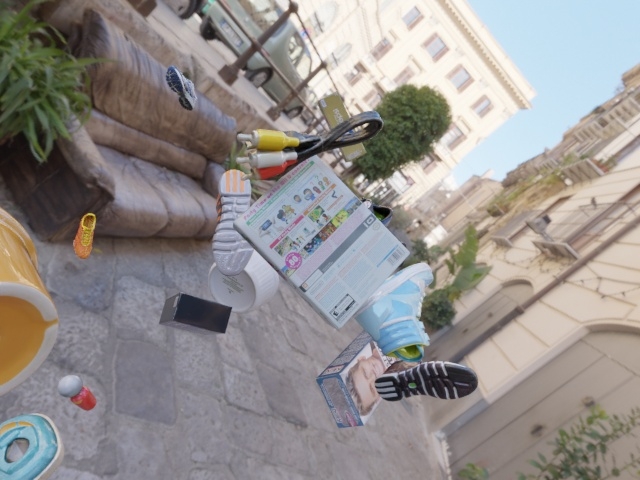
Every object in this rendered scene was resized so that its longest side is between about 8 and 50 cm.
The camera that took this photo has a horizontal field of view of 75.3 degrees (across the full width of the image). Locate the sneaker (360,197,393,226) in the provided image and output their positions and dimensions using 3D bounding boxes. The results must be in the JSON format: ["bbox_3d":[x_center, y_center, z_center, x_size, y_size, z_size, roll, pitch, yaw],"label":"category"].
[{"bbox_3d":[0.120,-0.104,1.522,0.330,0.147,0.130,2,59,-25],"label":"sneaker"}]

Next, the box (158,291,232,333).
[{"bbox_3d":[-0.447,0.266,1.468,0.184,0.103,0.261,19,-21,-25],"label":"box"}]

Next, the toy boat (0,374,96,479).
[{"bbox_3d":[-0.830,0.554,1.226,0.267,0.318,0.148,16,-42,32],"label":"toy boat"}]

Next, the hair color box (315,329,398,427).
[{"bbox_3d":[0.144,0.429,1.355,0.347,0.105,0.174,-27,92,-54],"label":"hair color box"}]

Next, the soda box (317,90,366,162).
[{"bbox_3d":[0.057,-0.304,1.122,0.181,0.058,0.061,64,1,-10],"label":"soda box"}]

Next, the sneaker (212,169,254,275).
[{"bbox_3d":[-0.267,-0.043,1.285,0.124,0.321,0.180,6,-12,-14],"label":"sneaker"}]

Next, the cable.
[{"bbox_3d":[-0.018,-0.166,0.782,0.139,0.287,0.072,100,-24,-54],"label":"cable"}]

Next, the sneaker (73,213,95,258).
[{"bbox_3d":[-0.883,-0.018,1.552,0.064,0.067,0.175,7,77,-35],"label":"sneaker"}]

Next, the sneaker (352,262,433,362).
[{"bbox_3d":[0.224,0.189,1.058,0.319,0.127,0.208,-20,69,-40],"label":"sneaker"}]

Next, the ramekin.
[{"bbox_3d":[-0.308,0.158,1.598,0.273,0.273,0.127,48,29,0],"label":"ramekin"}]

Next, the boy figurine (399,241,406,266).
[{"bbox_3d":[0.138,0.011,1.359,0.177,0.092,0.285,-10,19,-37],"label":"boy figurine"}]

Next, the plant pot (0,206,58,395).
[{"bbox_3d":[-0.374,0.063,0.414,0.188,0.205,0.205,24,-3,29],"label":"plant pot"}]

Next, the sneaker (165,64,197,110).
[{"bbox_3d":[-0.398,-0.448,1.199,0.052,0.058,0.135,10,-34,17],"label":"sneaker"}]

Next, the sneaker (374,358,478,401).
[{"bbox_3d":[0.299,0.362,1.169,0.162,0.281,0.106,-32,107,-62],"label":"sneaker"}]

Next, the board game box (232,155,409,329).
[{"bbox_3d":[0.000,0.000,0.882,0.303,0.224,0.097,47,-11,-5],"label":"board game box"}]
